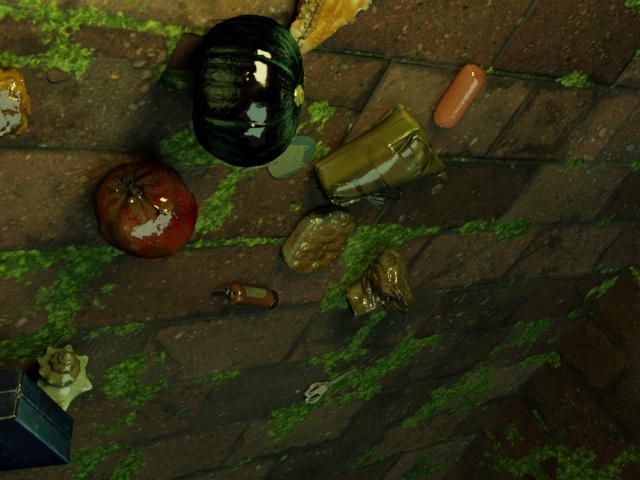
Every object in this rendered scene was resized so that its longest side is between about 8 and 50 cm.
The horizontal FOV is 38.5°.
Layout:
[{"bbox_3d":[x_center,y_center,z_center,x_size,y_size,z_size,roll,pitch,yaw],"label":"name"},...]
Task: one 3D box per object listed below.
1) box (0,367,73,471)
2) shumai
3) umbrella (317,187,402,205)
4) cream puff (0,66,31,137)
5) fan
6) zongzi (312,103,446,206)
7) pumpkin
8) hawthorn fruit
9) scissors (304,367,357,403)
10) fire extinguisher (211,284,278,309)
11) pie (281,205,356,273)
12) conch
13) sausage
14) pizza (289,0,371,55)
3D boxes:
[{"bbox_3d":[-0.667,0.365,1.793,0.279,0.116,0.261,-8,146,6],"label":"box"},{"bbox_3d":[0.144,0.121,2.344,0.175,0.166,0.206,-13,148,6],"label":"shumai"},{"bbox_3d":[0.093,-0.099,2.079,0.269,0.044,0.044,-1,108,-41],"label":"umbrella"},{"bbox_3d":[-0.477,-0.204,1.341,0.122,0.094,0.116,32,107,-32],"label":"cream puff"},{"bbox_3d":[-0.085,-0.161,1.852,0.175,0.005,0.113,-18,145,-26],"label":"fan"},{"bbox_3d":[0.135,-0.142,1.989,0.260,0.123,0.289,-33,153,5],"label":"zongzi"},{"bbox_3d":[-0.149,-0.245,1.499,0.248,0.248,0.248,-25,147,-17],"label":"pumpkin"},{"bbox_3d":[-0.311,-0.040,1.649,0.181,0.181,0.235,-27,153,-14],"label":"hawthorn fruit"},{"bbox_3d":[0.032,0.431,2.759,0.189,0.015,0.100,-26,145,-17],"label":"scissors"},{"bbox_3d":[-0.173,0.130,2.125,0.062,0.050,0.177,-9,166,37],"label":"fire extinguisher"},{"bbox_3d":[0.000,0.000,2.115,0.195,0.046,0.195,-23,146,-17],"label":"pie"},{"bbox_3d":[-0.547,0.305,1.913,0.137,0.114,0.234,-41,158,-59],"label":"conch"},{"bbox_3d":[0.297,-0.307,1.969,0.062,0.062,0.154,-2,134,-43],"label":"sausage"},{"bbox_3d":[0.000,-0.394,1.576,0.195,0.052,0.185,-49,154,13],"label":"pizza"}]
